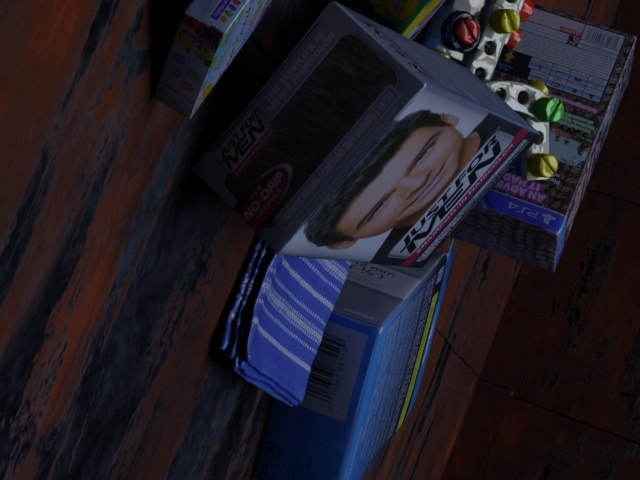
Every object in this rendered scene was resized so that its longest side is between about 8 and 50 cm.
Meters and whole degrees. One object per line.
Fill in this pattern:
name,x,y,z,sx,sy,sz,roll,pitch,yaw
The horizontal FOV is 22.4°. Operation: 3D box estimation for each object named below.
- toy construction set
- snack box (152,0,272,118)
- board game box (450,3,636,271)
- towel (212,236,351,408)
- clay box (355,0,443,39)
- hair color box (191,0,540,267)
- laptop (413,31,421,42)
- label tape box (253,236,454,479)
toy construction set,0.223,-0.250,1.926,0.151,0.215,0.327,-14,-123,54
snack box,-0.067,-0.170,1.191,0.141,0.037,0.100,-59,178,-38
board game box,0.242,-0.145,2.063,0.141,0.232,0.291,73,39,-69
towel,0.000,0.000,1.670,0.336,0.040,0.243,-68,159,-11
clay box,0.082,-0.225,1.500,0.127,0.053,0.222,-47,180,-41
hair color box,0.056,-0.081,1.455,0.185,0.113,0.374,-49,161,13
laptop,0.176,-0.253,1.703,0.234,0.264,0.136,-79,149,-64
label tape box,0.051,0.141,1.973,0.348,0.115,0.249,-44,150,-65
